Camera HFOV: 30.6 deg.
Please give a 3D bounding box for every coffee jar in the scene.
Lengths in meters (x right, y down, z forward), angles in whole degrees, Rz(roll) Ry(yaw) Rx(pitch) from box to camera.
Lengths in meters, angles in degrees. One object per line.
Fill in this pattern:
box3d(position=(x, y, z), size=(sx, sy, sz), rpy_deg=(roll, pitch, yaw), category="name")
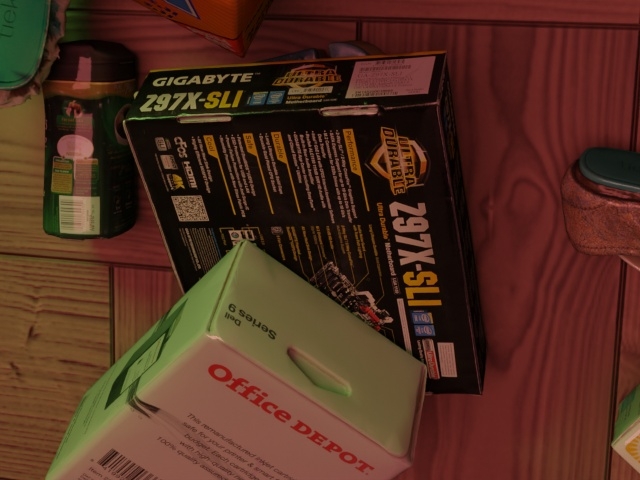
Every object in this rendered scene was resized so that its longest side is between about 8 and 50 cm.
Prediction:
box3d(position=(-0.219, -0.097, 1.108), size=(0.079, 0.096, 0.184), rpy_deg=(5, 102, 11), category="coffee jar")

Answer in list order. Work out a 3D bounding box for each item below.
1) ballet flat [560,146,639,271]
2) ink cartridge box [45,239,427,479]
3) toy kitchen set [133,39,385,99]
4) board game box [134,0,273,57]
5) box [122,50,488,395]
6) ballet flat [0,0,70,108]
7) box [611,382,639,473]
box3d(position=(0.357, 0.001, 0.980), size=(0.316, 0.107, 0.106), rpy_deg=(15, 125, 17), category="ballet flat")
box3d(position=(-0.075, 0.164, 1.032), size=(0.211, 0.121, 0.289), rpy_deg=(35, 129, -16), category="ink cartridge box")
box3d(position=(-0.033, -0.080, 1.046), size=(0.207, 0.122, 0.166), rpy_deg=(-11, 98, 17), category="toy kitchen set")
box3d(position=(-0.132, -0.399, 0.809), size=(0.356, 0.356, 0.356), rpy_deg=(27, 84, 0), category="board game box")
box3d(position=(0.000, 0.000, 1.004), size=(0.257, 0.079, 0.322), rpy_deg=(-3, 130, 15), category="box")
box3d(position=(-0.273, -0.314, 1.048), size=(0.147, 0.147, 0.409), rpy_deg=(14, 85, 12), category="ballet flat")
box3d(position=(0.360, 0.194, 0.998), size=(0.203, 0.114, 0.103), rpy_deg=(43, 110, 4), category="box")
